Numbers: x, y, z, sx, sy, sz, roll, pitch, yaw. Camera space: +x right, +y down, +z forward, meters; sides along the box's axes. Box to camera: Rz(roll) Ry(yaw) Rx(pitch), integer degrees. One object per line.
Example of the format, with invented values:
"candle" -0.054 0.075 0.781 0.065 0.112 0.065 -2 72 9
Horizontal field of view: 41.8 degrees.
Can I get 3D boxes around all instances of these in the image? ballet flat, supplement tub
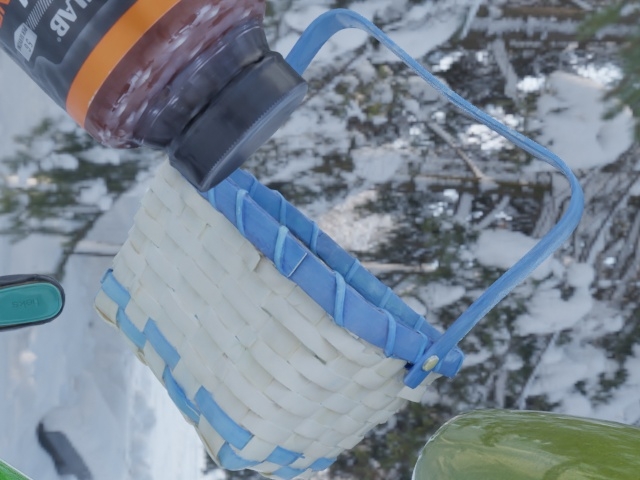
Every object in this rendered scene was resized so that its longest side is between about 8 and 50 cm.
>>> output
"ballet flat" -0.366 0.069 0.856 0.074 0.203 0.074 174 -90 -67
"supplement tub" -0.098 -0.114 0.376 0.198 0.106 0.106 44 2 -2

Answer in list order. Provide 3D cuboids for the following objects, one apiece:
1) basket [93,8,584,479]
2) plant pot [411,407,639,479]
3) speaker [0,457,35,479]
"basket" 0.000 0.000 0.593 0.255 0.289 0.201 46 12 32
"plant pot" 0.207 0.256 0.684 0.293 0.275 0.274 -157 -115 -63
"speaker" -0.237 0.187 0.523 0.296 0.131 0.131 63 18 -49
